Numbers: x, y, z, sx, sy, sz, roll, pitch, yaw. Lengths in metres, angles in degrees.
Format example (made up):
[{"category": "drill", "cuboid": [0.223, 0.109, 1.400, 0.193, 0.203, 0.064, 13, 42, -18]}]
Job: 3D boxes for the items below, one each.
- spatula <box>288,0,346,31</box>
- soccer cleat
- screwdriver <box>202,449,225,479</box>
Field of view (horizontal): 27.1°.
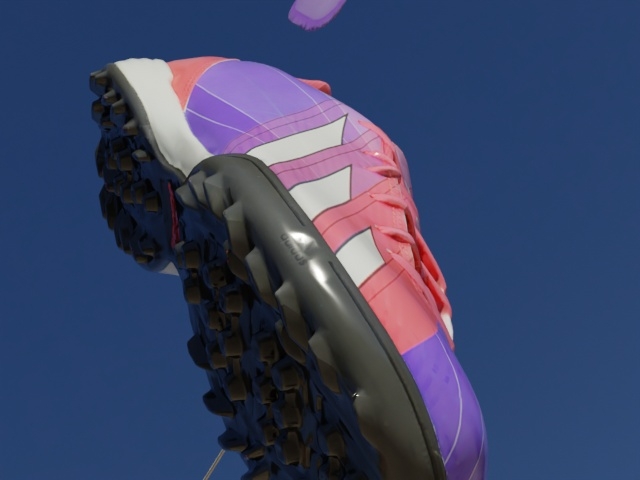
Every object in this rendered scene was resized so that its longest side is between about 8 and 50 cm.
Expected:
[{"category": "spatula", "cuboid": [0.049, -0.314, 1.120, 0.030, 0.084, 0.296, 15, -75, -28]}, {"category": "soccer cleat", "cuboid": [0.000, 0.000, 0.489, 0.116, 0.318, 0.109, -9, -64, -18]}, {"category": "screwdriver", "cuboid": [-0.119, 0.267, 1.694, 0.170, 0.025, 0.024, -63, -22, 15]}]
